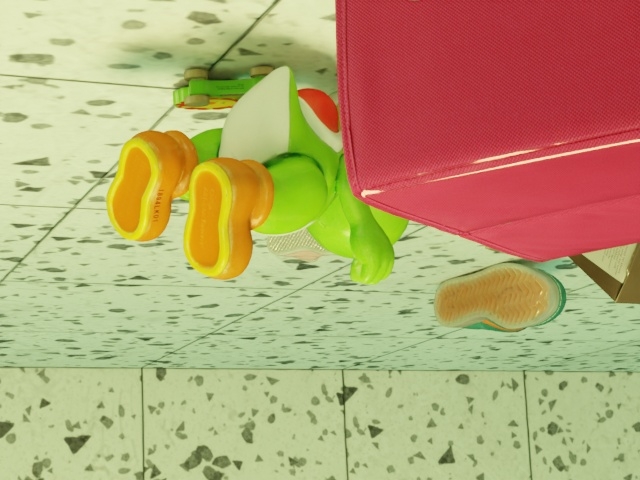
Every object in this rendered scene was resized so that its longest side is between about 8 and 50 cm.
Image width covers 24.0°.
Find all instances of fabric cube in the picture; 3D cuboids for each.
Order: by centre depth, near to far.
[{"bbox_3d":[0.184,-0.143,0.920,0.258,0.254,0.259,-10,165,34],"label":"fabric cube"}]

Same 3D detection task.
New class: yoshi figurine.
[{"bbox_3d":[-0.015,-0.037,1.401,0.362,0.203,0.203,-17,171,-46],"label":"yoshi figurine"}]

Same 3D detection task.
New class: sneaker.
[{"bbox_3d":[0.000,0.000,2.046,0.134,0.051,0.070,-6,169,32],"label":"sneaker"},{"bbox_3d":[0.314,0.095,2.441,0.121,0.108,0.302,4,175,-30],"label":"sneaker"}]

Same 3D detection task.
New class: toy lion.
[{"bbox_3d":[-0.091,-0.139,1.428,0.100,0.034,0.096,-3,175,0],"label":"toy lion"}]

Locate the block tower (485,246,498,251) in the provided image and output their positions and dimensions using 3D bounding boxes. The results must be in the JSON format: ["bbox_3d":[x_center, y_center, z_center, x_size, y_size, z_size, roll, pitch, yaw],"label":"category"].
[{"bbox_3d":[0.356,-0.053,1.770,0.335,0.097,0.091,-10,166,38],"label":"block tower"}]

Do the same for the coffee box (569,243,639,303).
[{"bbox_3d":[0.296,-0.038,1.493,0.141,0.098,0.246,4,-153,-27],"label":"coffee box"}]
